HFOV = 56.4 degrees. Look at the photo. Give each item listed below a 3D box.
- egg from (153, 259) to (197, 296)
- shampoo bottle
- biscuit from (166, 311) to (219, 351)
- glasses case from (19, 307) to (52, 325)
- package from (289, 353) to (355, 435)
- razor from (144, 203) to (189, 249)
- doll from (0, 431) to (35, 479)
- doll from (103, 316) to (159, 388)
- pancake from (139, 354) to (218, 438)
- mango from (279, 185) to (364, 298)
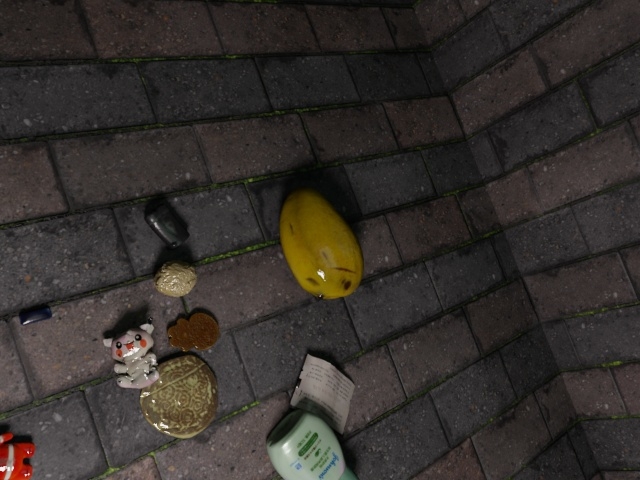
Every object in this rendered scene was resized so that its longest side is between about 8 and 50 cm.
[{"bbox_3d":[-0.455,0.119,1.868,0.140,0.118,0.116,-18,102,-30],"label":"egg"},{"bbox_3d":[-0.008,0.732,1.948,0.222,0.151,0.349,-44,102,-31],"label":"shampoo bottle"},{"bbox_3d":[-0.405,0.293,1.899,0.175,0.026,0.124,-4,75,-37],"label":"biscuit"},{"bbox_3d":[-0.788,0.209,1.651,0.083,0.023,0.033,-15,84,-39],"label":"glasses case"},{"bbox_3d":[0.020,0.544,2.097,0.251,0.062,0.203,36,57,-25],"label":"package"},{"bbox_3d":[-0.496,-0.043,1.936,0.148,0.054,0.090,51,52,-11],"label":"razor"},{"bbox_3d":[-0.835,0.548,1.463,0.245,0.076,0.142,10,67,-37],"label":"doll"},{"bbox_3d":[-0.537,0.334,1.736,0.149,0.095,0.192,-17,81,-9],"label":"doll"},{"bbox_3d":[-0.421,0.476,1.816,0.250,0.031,0.250,14,65,-31],"label":"pancake"},{"bbox_3d":[0.000,0.000,2.181,0.301,0.220,0.444,-8,75,-35],"label":"mango"}]
